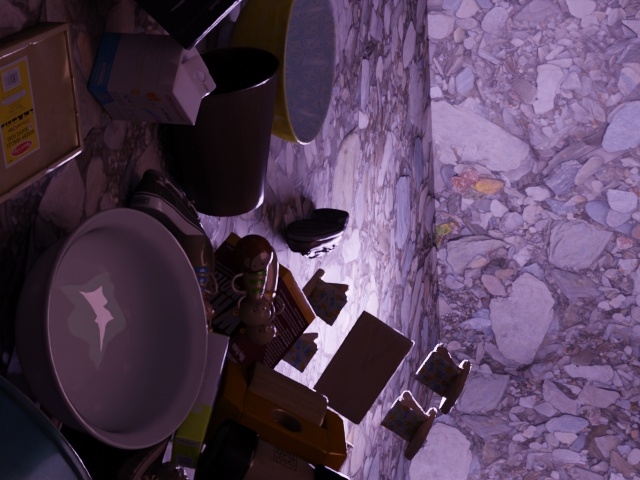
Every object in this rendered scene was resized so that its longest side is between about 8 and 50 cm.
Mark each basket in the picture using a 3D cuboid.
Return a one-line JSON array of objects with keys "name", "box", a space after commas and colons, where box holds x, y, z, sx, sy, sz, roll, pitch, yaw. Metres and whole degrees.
[{"name": "basket", "box": [-0.155, -0.164, 1.758, 0.204, 0.154, 0.226, -28, 133, -37]}]

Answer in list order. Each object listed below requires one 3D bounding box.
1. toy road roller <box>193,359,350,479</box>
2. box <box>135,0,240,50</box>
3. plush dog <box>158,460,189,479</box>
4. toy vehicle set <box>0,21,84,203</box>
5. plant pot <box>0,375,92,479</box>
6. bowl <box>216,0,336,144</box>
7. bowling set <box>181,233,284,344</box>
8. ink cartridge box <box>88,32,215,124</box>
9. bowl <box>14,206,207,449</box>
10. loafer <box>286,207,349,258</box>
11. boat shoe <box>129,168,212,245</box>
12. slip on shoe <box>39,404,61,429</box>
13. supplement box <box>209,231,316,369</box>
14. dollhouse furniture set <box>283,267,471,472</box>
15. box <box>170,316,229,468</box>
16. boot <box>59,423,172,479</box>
[{"name": "toy road roller", "box": [-0.102, 0.350, 1.627, 0.240, 0.203, 0.329, -59, -170, 18]}, {"name": "box", "box": [-0.181, -0.375, 1.428, 0.207, 0.153, 0.108, 44, 37, -16]}, {"name": "plush dog", "box": [-0.224, 0.505, 1.725, 0.225, 0.211, 0.262, 119, -8, -56]}, {"name": "toy vehicle set", "box": [-0.358, -0.142, 1.281, 0.267, 0.035, 0.165, -51, 143, -61]}, {"name": "plant pot", "box": [-0.380, 0.276, 1.002, 0.255, 0.272, 0.271, -46, 141, -41]}, {"name": "bowl", "box": [-0.087, -0.314, 1.916, 0.289, 0.156, 0.289, 6, 90, -74]}, {"name": "bowling set", "box": [-0.148, 0.072, 1.584, 0.200, 0.287, 0.154, -9, -100, 62]}, {"name": "ink cartridge box", "box": [-0.223, -0.219, 1.518, 0.092, 0.143, 0.089, 59, 39, -63]}, {"name": "bowl", "box": [-0.280, 0.112, 1.392, 0.298, 0.134, 0.297, 21, 65, -57]}, {"name": "loafer", "box": [0.000, 0.000, 2.403, 0.302, 0.109, 0.095, -39, 136, -71]}, {"name": "boat shoe", "box": [-0.217, -0.038, 1.711, 0.219, 0.078, 0.070, 56, 43, -62]}, {"name": "slip on shoe", "box": [-0.352, 0.231, 1.418, 0.051, 0.041, 0.135, -42, -160, 54]}, {"name": "supplement box", "box": [-0.134, 0.129, 1.826, 0.194, 0.129, 0.191, -51, 153, -14]}, {"name": "dollhouse furniture set", "box": [0.030, 0.331, 2.206, 0.394, 0.362, 0.256, -59, 176, 25]}, {"name": "box", "box": [-0.162, 0.207, 1.520, 0.109, 0.042, 0.178, 108, -4, -58]}, {"name": "boot", "box": [-0.287, 0.381, 1.472, 0.377, 0.138, 0.284, -78, 178, -58]}]
